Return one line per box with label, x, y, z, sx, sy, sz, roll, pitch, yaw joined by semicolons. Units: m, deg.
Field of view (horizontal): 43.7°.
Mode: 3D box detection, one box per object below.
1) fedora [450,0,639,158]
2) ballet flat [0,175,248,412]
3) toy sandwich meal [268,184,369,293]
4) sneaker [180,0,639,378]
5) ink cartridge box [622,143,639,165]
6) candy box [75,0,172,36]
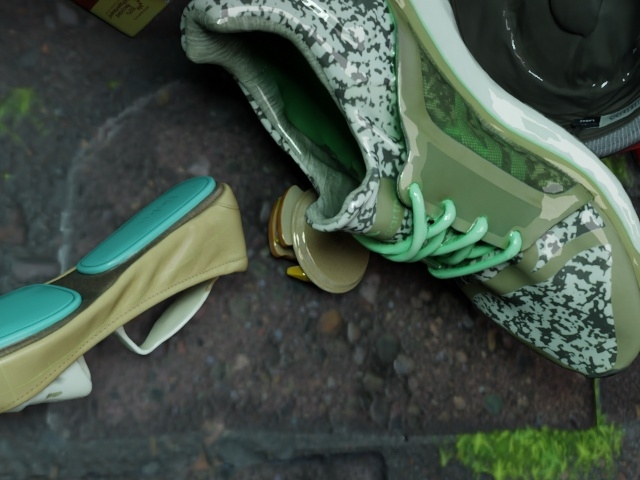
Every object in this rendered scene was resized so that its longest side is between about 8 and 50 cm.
fedora;0.191;-0.202;0.619;0.124;0.243;0.275;-49;121;-50
ballet flat;-0.125;0.045;0.438;0.232;0.080;0.073;-36;117;-33
toy sandwich meal;0.000;0.000;0.563;0.085;0.029;0.086;16;67;-43
sneaker;0.056;-0.034;0.525;0.410;0.158;0.182;47;50;-10
ink cartridge box;0.294;-0.162;0.732;0.078;0.134;0.231;-34;101;-33
candy box;-0.083;-0.230;0.495;0.053;0.109;0.187;32;64;-27
